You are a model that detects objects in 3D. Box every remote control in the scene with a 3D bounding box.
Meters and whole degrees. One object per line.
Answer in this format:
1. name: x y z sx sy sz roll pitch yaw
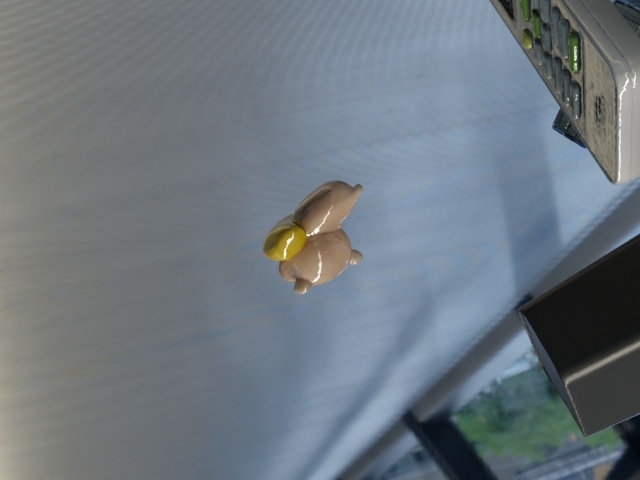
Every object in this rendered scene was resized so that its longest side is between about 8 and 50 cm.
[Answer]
1. remote control: 0.163 -0.151 0.718 0.034 0.250 0.103 -18 138 -1

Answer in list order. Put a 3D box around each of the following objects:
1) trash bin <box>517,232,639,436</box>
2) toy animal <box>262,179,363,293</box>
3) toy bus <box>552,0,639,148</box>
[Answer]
1. trash bin: 0.317 0.074 0.976 0.225 0.115 0.165 -29 142 3
2. toy animal: 0.000 0.000 1.003 0.114 0.082 0.091 -45 -175 -17
3. toy bus: 0.280 -0.166 1.021 0.061 0.051 0.153 -30 149 -48
